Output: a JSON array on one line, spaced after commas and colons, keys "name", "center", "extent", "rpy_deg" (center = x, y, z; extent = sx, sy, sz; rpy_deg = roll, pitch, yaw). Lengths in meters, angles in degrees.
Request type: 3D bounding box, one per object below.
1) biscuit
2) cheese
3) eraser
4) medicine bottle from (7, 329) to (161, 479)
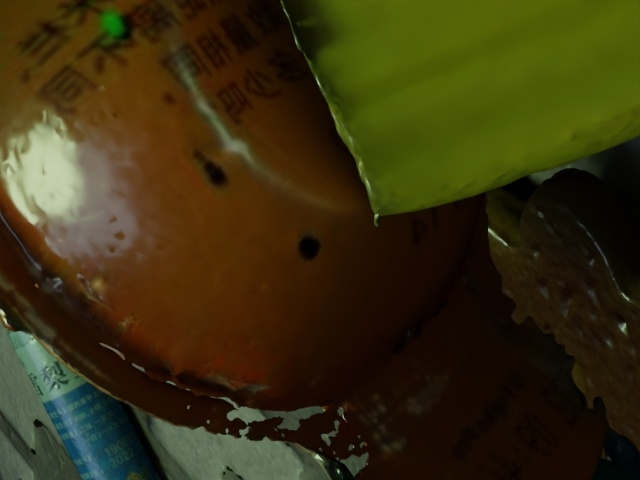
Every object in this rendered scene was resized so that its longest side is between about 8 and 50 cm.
[{"name": "biscuit", "center": [0.105, 0.045, 0.664], "extent": [0.236, 0.039, 0.180], "rpy_deg": [24, 139, 46]}, {"name": "cheese", "center": [0.000, 0.000, 0.517], "extent": [0.329, 0.217, 0.129], "rpy_deg": [51, 141, -5]}, {"name": "eraser", "center": [0.081, -0.114, 0.395], "extent": [0.069, 0.226, 0.158], "rpy_deg": [-74, -40, -79]}, {"name": "medicine bottle", "center": [-0.171, 0.109, 1.134], "extent": [0.051, 0.051, 0.191], "rpy_deg": [-17, 101, 60]}]
